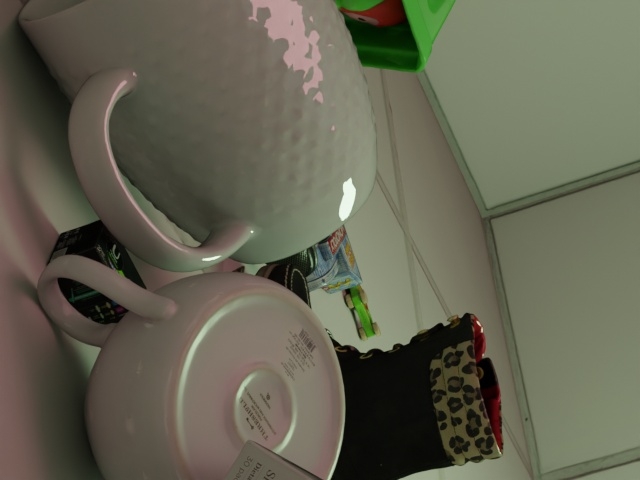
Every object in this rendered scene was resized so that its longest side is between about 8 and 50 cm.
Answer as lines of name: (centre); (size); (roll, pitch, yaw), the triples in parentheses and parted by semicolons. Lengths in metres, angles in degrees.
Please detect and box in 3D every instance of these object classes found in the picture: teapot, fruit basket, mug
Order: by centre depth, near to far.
teapot: (-0.117, 0.143, 1.277); (0.253, 0.187, 0.255); (4, 84, -48)
mug: (-0.112, -0.126, 1.423); (0.328, 0.276, 0.374); (58, 37, -22)
fruit basket: (-0.035, -0.360, 2.091); (0.392, 0.392, 0.282); (-89, 161, -56)

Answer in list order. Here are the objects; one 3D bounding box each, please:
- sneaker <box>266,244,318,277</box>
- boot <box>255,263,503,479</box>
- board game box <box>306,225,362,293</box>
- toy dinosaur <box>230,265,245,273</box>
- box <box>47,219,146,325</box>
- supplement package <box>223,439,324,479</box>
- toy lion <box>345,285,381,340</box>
sneaker: (-0.078, -0.012, 1.855); (0.130, 0.087, 0.227); (-89, 154, -51)
boot: (0.057, 0.150, 1.731); (0.377, 0.284, 0.138); (-92, 160, -48)
board game box: (0.000, 0.000, 2.211); (0.194, 0.060, 0.194); (-63, 133, -72)
toy dinosaur: (-0.096, 0.127, 1.507); (0.160, 0.121, 0.313); (58, 9, 0)
box: (-0.203, 0.033, 1.337); (0.062, 0.052, 0.083); (-83, 151, -61)
supplement package: (-0.034, 0.317, 1.128); (0.145, 0.261, 0.204); (28, -8, 26)
toy lion: (0.067, 0.105, 2.419); (0.096, 0.034, 0.100); (-93, 162, -72)
